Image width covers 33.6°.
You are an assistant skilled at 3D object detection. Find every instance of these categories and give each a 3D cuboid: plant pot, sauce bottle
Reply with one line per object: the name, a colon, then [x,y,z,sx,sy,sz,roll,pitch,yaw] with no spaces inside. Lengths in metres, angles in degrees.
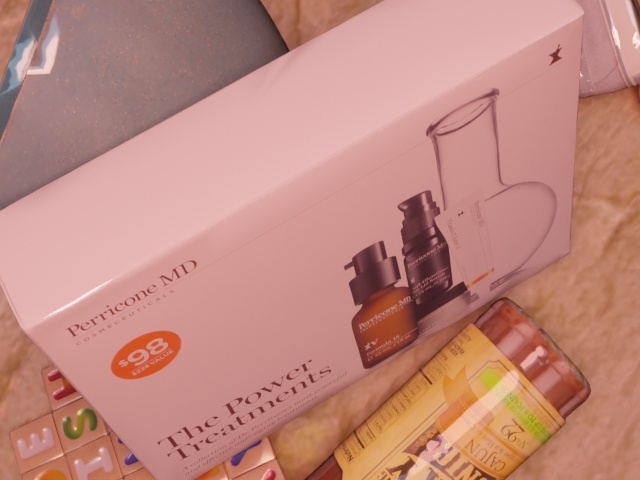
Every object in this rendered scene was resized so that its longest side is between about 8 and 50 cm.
plant pot: [-0.129,-0.101,0.787,0.195,0.290,0.290,20,88,-20]
sauce bottle: [0.058,0.197,0.841,0.344,0.111,0.111,-45,88,2]

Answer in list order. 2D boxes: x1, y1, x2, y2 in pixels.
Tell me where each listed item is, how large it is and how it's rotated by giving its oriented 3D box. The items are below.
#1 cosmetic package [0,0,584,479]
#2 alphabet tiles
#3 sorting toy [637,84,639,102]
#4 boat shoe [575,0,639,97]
cosmetic package: [0.000,0.000,0.738,0.377,0.284,0.097,-30,56,-8]
alphabet tiles: [-0.138,0.180,0.842,0.198,0.009,0.237,-25,63,0]
sorting toy: [0.427,-0.199,0.894,0.307,0.041,0.229,6,83,0]
boat shoe: [0.203,-0.226,0.871,0.081,0.079,0.227,-20,80,24]
